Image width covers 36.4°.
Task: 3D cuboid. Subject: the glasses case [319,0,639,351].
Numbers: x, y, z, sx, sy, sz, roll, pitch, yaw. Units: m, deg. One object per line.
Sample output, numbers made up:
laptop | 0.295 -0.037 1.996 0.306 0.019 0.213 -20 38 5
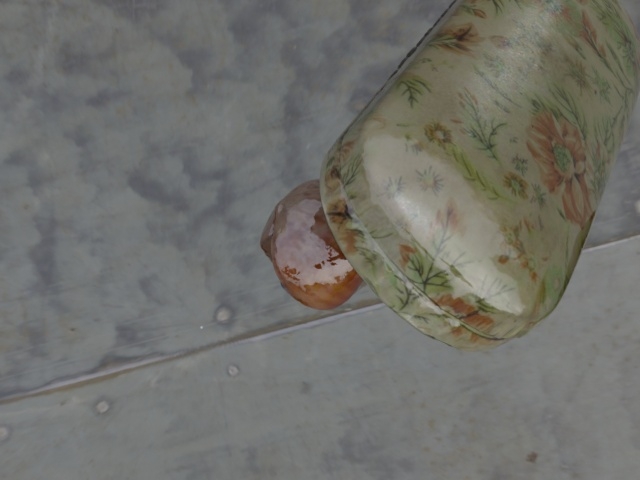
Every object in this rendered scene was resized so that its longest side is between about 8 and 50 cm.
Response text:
glasses case | 0.131 -0.091 0.665 0.156 0.098 0.425 45 41 -7

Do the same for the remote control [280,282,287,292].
remote control | 0.001 0.001 1.198 0.027 0.043 0.152 44 73 -32

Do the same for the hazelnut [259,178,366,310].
hazelnut | 0.001 0.001 0.620 0.086 0.086 0.086 1 85 -7
